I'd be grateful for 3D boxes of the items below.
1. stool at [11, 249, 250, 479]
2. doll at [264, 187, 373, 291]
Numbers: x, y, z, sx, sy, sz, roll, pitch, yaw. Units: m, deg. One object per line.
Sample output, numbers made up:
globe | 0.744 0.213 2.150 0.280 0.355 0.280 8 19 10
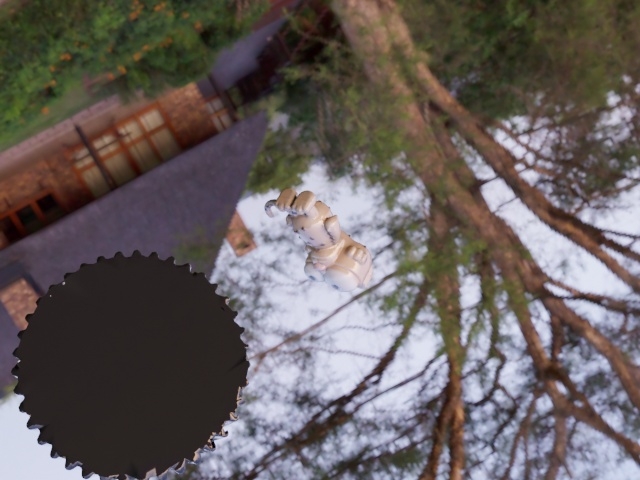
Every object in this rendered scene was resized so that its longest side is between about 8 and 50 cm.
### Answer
stool | -0.259 0.200 1.238 0.297 0.297 0.330 -31 171 -16
doll | 0.001 0.000 1.757 0.154 0.278 0.119 3 -126 44
